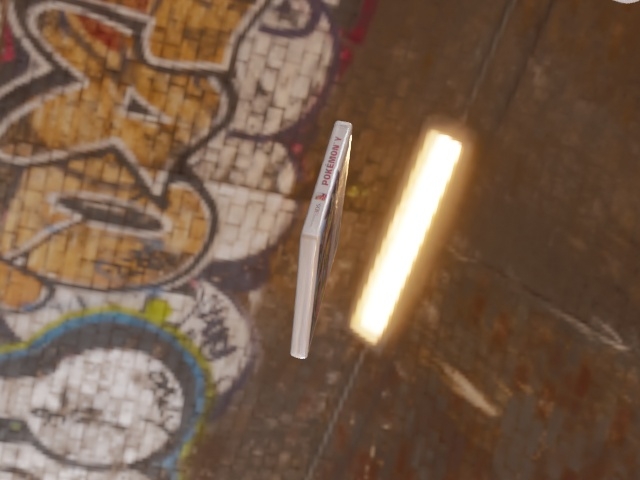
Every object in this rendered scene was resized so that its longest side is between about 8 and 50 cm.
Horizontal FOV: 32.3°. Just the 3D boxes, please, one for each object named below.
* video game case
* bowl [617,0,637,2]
[{"bbox_3d":[0.000,0.000,1.226,0.201,0.023,0.183,97,7,-46],"label":"video game case"},{"bbox_3d":[0.426,-0.423,1.670,0.053,0.142,0.142,-43,-139,48],"label":"bowl"}]
